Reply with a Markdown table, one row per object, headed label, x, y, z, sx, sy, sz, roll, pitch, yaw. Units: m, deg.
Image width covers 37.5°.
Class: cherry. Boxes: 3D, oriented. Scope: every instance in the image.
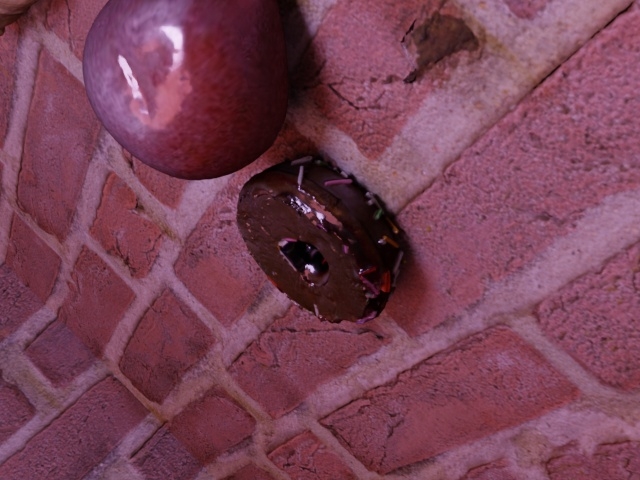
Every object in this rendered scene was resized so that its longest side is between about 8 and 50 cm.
| label | x | y | z | sx | sy | sz | roll | pitch | yaw |
| --- | --- | --- | --- | --- | --- | --- | --- | --- | --- |
| cherry | -0.154 | -0.207 | 1.139 | 0.261 | 0.221 | 0.307 | 44 | 132 | 0 |

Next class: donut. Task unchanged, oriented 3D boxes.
| label | x | y | z | sx | sy | sz | roll | pitch | yaw |
| --- | --- | --- | --- | --- | --- | --- | --- | --- | --- |
| donut | 0.000 | 0.000 | 1.302 | 0.270 | 0.103 | 0.269 | 32 | 150 | 22 |

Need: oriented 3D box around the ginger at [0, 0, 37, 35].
| label | x | y | z | sx | sy | sz | roll | pitch | yaw |
| --- | --- | --- | --- | --- | --- | --- | --- | --- | --- |
| ginger | -0.513 | -0.399 | 1.434 | 0.354 | 0.126 | 0.190 | 10 | 129 | 48 |
